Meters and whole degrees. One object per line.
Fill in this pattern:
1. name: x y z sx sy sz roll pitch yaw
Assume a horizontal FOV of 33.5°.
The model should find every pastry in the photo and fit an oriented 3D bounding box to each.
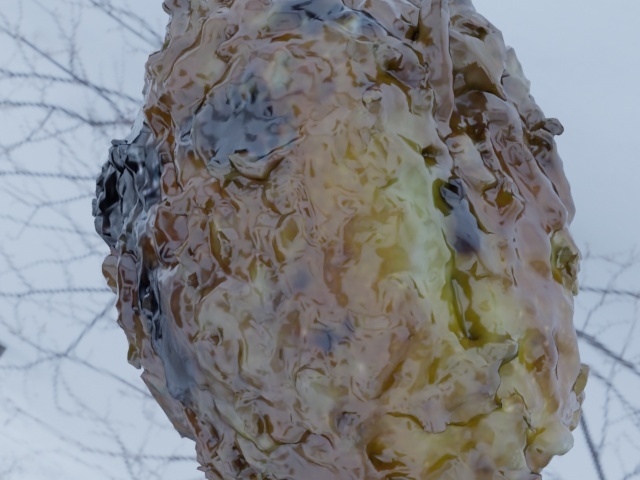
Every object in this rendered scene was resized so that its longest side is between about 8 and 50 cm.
1. pastry: 0.003 -0.010 0.693 0.292 0.337 0.405 -4 -159 -14
